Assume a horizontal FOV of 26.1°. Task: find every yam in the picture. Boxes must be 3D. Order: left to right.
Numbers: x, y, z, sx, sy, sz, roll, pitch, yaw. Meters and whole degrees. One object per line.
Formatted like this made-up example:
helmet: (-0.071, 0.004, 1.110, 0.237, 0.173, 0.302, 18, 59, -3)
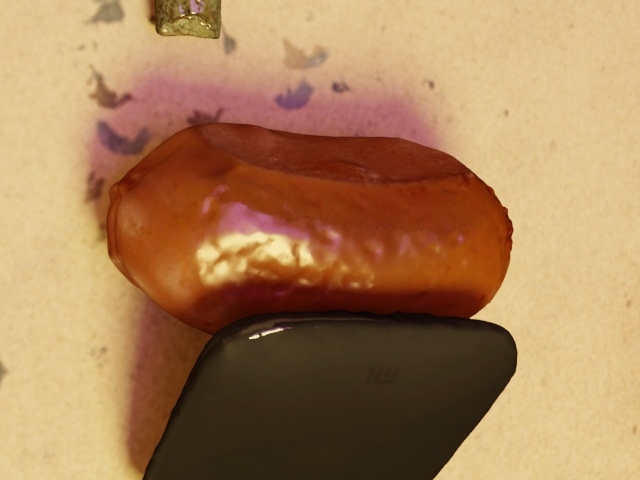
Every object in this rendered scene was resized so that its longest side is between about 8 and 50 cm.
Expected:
yam: (-0.079, -0.165, 0.812, 0.043, 0.043, 0.094, -4, 95, -29)

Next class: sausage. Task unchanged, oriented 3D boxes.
sausage: (-0.001, 0.003, 0.825, 0.258, 0.133, 0.133, 3, 93, -31)

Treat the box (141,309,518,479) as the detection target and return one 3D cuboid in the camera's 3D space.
box: (0.006, 0.106, 0.820, 0.212, 0.042, 0.201, 2, 137, -28)
